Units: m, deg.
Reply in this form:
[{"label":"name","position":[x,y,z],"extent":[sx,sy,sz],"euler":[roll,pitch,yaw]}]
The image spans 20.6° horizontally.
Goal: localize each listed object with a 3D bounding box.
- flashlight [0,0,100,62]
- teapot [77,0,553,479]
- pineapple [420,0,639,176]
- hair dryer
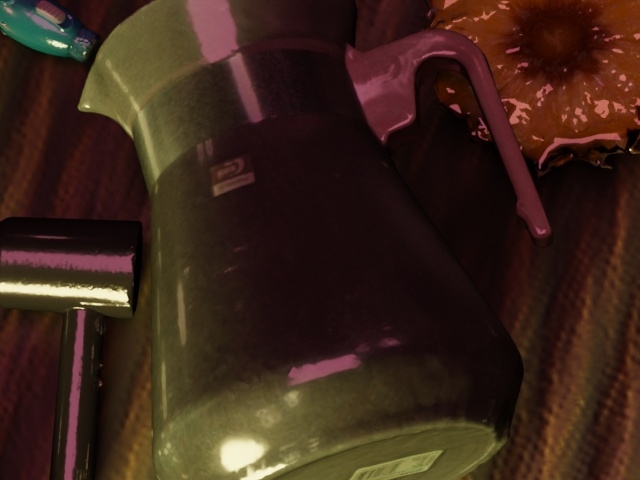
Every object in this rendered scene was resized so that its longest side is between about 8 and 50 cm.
[{"label":"flashlight","position":[-0.232,-0.176,1.373],"extent":[0.129,0.051,0.051],"euler":[27,80,5]},{"label":"teapot","position":[0.000,0.000,1.206],"extent":[0.300,0.253,0.344],"euler":[-18,70,1]},{"label":"pineapple","position":[0.177,-0.142,1.307],"extent":[0.225,0.076,0.225],"euler":[-2,74,6]},{"label":"hair dryer","position":[-0.193,0.106,1.295],"extent":[0.114,0.070,0.248],"euler":[3,85,5]}]
